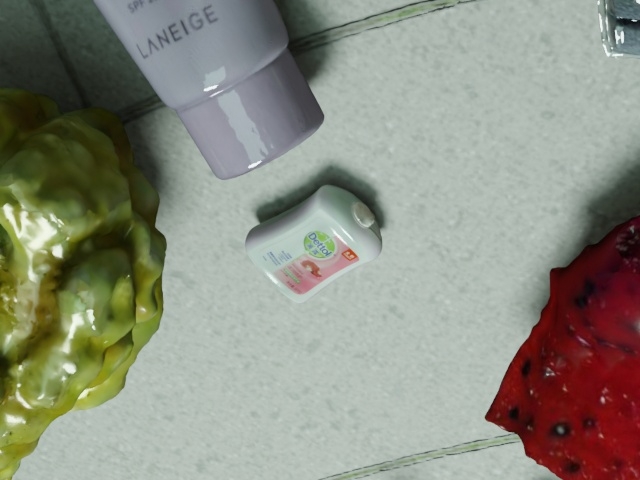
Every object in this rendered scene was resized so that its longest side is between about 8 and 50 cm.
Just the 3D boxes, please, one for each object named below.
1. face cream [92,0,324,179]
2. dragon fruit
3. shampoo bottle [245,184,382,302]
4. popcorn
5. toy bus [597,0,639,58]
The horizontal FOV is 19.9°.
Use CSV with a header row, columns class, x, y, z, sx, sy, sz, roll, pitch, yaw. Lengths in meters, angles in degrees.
class,x,y,z,sx,sy,sz,roll,pitch,yaw
face cream,-0.099,-0.179,1.268,0.154,0.096,0.274,-22,105,34
dragon fruit,0.314,0.096,1.255,0.302,0.240,0.330,4,139,-15
shampoo bottle,0.000,0.000,1.395,0.099,0.043,0.072,-30,114,33
popcorn,-0.261,0.034,1.354,0.279,0.274,0.335,45,127,-15
toy bus,0.343,-0.171,1.097,0.343,0.138,0.097,2,128,14
